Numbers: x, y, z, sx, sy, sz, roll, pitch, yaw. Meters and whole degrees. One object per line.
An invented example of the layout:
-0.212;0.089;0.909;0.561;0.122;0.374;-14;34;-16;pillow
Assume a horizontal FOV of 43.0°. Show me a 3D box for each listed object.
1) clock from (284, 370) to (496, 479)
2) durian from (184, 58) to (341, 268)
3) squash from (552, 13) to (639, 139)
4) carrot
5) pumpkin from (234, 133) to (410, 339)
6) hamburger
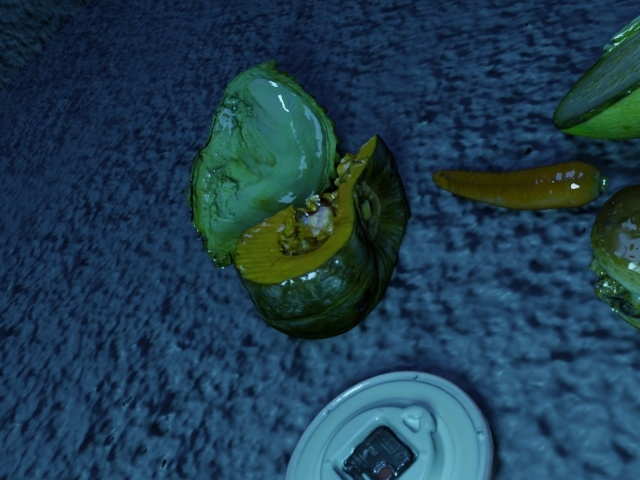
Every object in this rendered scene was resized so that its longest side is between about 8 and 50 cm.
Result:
0.068;0.244;0.861;0.245;0.056;0.244;-21;38;17;clock
-0.084;-0.116;1.265;0.163;0.198;0.394;-3;49;34;durian
0.430;-0.241;0.998;0.309;0.210;0.233;-5;33;28;squash
0.248;-0.071;1.077;0.271;0.062;0.066;0;81;43;carrot
0.000;0.001;1.120;0.190;0.139;0.280;-9;42;30;pumpkin
0.365;0.007;0.832;0.185;0.131;0.159;-38;40;-11;hamburger
